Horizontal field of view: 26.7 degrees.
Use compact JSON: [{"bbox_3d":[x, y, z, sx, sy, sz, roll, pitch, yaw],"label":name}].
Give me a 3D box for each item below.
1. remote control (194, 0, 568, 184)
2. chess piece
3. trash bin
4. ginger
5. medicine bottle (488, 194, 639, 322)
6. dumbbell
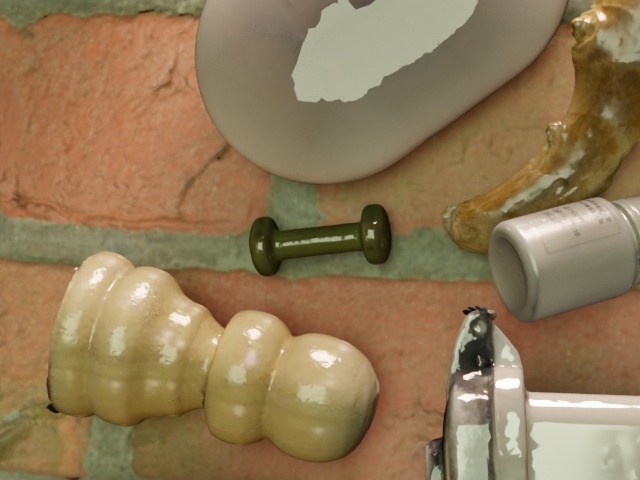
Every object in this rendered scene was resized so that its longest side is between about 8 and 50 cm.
[{"bbox_3d":[0.049,-0.188,1.108,0.332,0.103,0.221,-35,82,9],"label":"remote control"},{"bbox_3d":[-0.081,0.107,1.106,0.261,0.143,0.142,15,88,9],"label":"chess piece"},{"bbox_3d":[0.262,0.188,0.944,0.368,0.256,0.295,-3,81,9],"label":"trash bin"},{"bbox_3d":[0.208,-0.101,1.068,0.131,0.086,0.294,39,102,-16],"label":"ginger"},{"bbox_3d":[0.202,0.010,1.036,0.130,0.080,0.080,-14,79,-17],"label":"medicine bottle"},{"bbox_3d":[0.000,0.000,1.127,0.118,0.052,0.046,-6,126,15],"label":"dumbbell"}]
